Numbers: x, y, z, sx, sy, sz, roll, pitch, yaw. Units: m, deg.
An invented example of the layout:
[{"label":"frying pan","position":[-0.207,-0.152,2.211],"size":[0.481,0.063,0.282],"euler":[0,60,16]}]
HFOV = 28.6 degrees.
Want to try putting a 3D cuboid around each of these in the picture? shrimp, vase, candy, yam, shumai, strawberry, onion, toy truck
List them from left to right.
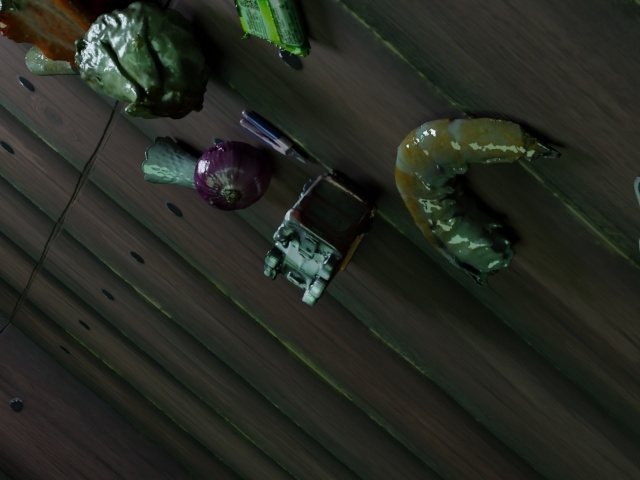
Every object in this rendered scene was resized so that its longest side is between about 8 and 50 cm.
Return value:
[{"label":"yam","position":[-0.403,-0.281,1.946],"size":[0.132,0.054,0.054],"euler":[7,141,47]},{"label":"strawberry","position":[-0.337,-0.323,1.743],"size":[0.228,0.098,0.174],"euler":[26,146,-24]},{"label":"shumai","position":[-0.239,-0.214,1.682],"size":[0.184,0.142,0.184],"euler":[-2,154,-1]},{"label":"vase","position":[-0.193,-0.105,1.936],"size":[0.149,0.081,0.081],"euler":[19,150,28]},{"label":"onion","position":[-0.130,-0.099,1.837],"size":[0.115,0.104,0.115],"euler":[-6,145,-4]},{"label":"candy","position":[-0.069,-0.298,1.481],"size":[0.102,0.032,0.178],"euler":[19,148,29]},{"label":"toy truck","position":[0.000,0.000,1.791],"size":[0.114,0.135,0.270],"euler":[34,160,3]},{"label":"shrimp","position":[0.176,-0.072,1.520],"size":[0.185,0.068,0.287],"euler":[30,145,10]}]

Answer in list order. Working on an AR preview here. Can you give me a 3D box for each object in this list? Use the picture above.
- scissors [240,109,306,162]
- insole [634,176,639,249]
[{"label":"scissors","position":[-0.065,-0.143,1.765],"size":[0.113,0.012,0.039],"euler":[36,156,5]},{"label":"insole","position":[0.382,-0.005,1.399],"size":[0.065,0.004,0.197],"euler":[21,151,33]}]
